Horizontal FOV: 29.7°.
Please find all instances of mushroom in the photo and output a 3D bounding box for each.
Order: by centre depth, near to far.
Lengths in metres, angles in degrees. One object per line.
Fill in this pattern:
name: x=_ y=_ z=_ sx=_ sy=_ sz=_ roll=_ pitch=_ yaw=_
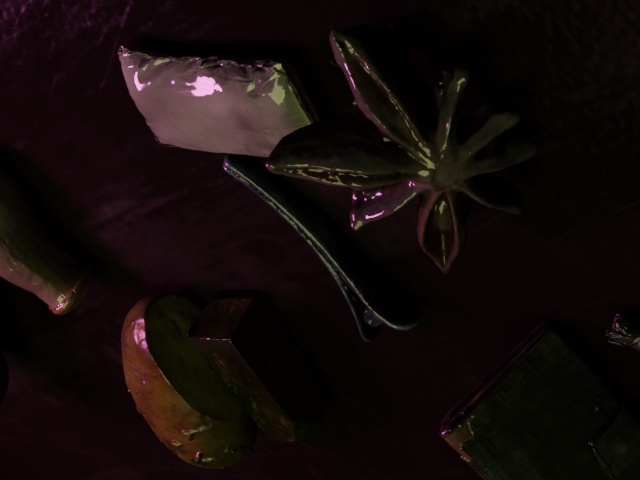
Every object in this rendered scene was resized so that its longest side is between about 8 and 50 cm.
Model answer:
mushroom: x=-0.405 y=-0.005 z=1.585 sx=0.247 sy=0.108 sz=0.096 roll=54 pitch=-179 yaw=-25

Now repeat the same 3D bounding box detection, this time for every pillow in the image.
pillow: x=-0.102 y=-0.136 z=1.214 sx=0.229 sy=0.051 sz=0.128 roll=10 pitch=137 yaw=33

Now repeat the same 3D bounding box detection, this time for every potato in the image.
potato: x=-0.177 y=0.193 z=1.606 sx=0.176 sy=0.141 sz=0.298 roll=4 pitch=137 yaw=32

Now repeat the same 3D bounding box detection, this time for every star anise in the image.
star anise: x=0.081 y=-0.086 z=1.077 sx=0.258 sy=0.110 sz=0.198 roll=30 pitch=124 yaw=-24

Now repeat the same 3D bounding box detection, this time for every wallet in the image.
wallet: x=0.279 y=0.246 z=1.298 sx=0.317 sy=0.169 sz=0.044 roll=47 pitch=180 yaw=-20

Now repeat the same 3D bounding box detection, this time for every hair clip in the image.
hair clip: x=0.000 y=0.000 z=1.320 sx=0.275 sy=0.048 sz=0.083 roll=49 pitch=145 yaw=-15

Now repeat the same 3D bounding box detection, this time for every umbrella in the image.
umbrella: x=0.349 y=0.114 z=1.178 sx=0.144 sy=0.040 sz=0.037 roll=27 pitch=137 yaw=6

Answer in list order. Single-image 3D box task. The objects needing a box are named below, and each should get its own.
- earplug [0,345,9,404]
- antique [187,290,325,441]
earplug: x=-0.591 y=0.090 z=1.770 sx=0.215 sy=0.215 sz=0.456 roll=23 pitch=141 yaw=14
antique: x=-0.068 y=0.166 z=1.543 sx=0.080 sy=0.081 sz=0.221 roll=-1 pitch=135 yaw=42
